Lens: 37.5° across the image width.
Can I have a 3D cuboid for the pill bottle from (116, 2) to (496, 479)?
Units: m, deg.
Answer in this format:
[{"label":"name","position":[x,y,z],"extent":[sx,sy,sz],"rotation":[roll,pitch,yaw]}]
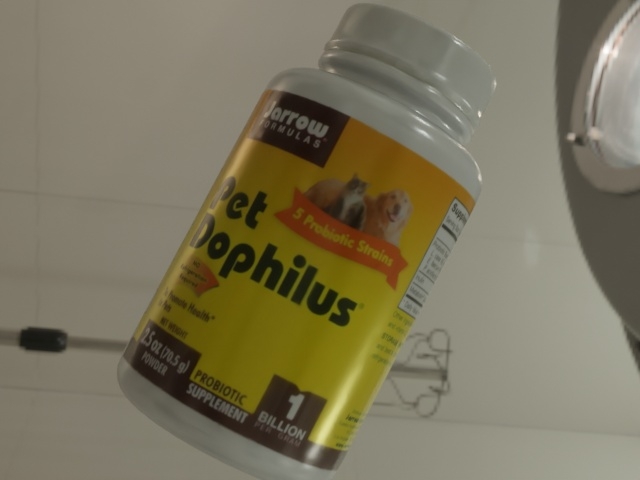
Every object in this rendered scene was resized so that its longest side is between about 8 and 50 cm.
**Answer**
[{"label":"pill bottle","position":[0.000,0.000,0.456],"extent":[0.215,0.117,0.117],"rotation":[-63,-175,-4]}]
